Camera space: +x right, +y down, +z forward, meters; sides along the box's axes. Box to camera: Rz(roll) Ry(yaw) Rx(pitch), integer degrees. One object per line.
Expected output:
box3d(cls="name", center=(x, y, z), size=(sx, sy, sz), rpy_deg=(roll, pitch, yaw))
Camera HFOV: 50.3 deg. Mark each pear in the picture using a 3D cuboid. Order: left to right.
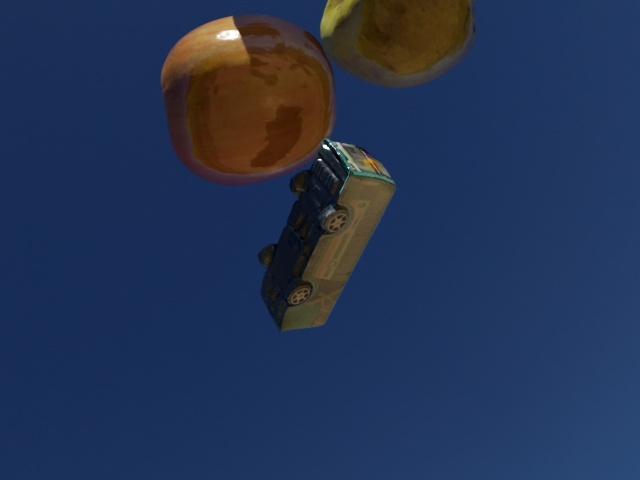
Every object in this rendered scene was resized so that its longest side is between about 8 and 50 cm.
box3d(cls="pear", center=(0.158, -0.434, 1.295), size=(0.304, 0.304, 0.304), rpy_deg=(-14, -57, -23))

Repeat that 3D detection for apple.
box3d(cls="apple", center=(-0.099, -0.204, 0.983), size=(0.241, 0.242, 0.242), rpy_deg=(-8, -56, 2))

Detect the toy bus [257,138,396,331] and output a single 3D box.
box3d(cls="toy bus", center=(0.000, 0.000, 0.863), size=(0.109, 0.091, 0.261), rpy_deg=(1, -49, -34))
